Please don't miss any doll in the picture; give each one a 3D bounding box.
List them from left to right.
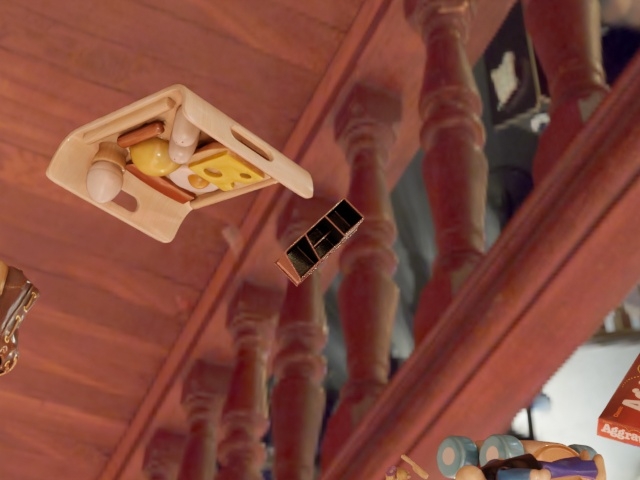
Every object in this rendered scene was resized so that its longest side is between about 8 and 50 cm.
[{"bbox_3d":[0.258,0.289,1.462,0.189,0.046,0.129,-2,177,-14],"label":"doll"}]

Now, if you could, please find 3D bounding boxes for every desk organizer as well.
[{"bbox_3d":[0.000,0.000,1.652,0.047,0.130,0.050,45,155,4],"label":"desk organizer"}]

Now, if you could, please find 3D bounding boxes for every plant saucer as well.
[{"bbox_3d":[0.337,0.325,1.669,0.083,0.015,0.083,5,106,17],"label":"plant saucer"}]

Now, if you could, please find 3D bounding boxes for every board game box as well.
[{"bbox_3d":[0.430,0.162,1.343,0.145,0.281,0.027,11,118,28],"label":"board game box"}]

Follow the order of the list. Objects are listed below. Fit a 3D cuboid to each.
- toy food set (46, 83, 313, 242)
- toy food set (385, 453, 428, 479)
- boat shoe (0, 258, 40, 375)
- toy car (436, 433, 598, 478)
[{"bbox_3d":[-0.186,-0.081,1.526,0.306,0.092,0.220,-14,144,44],"label":"toy food set"},{"bbox_3d":[0.127,0.408,1.884,0.078,0.019,0.122,36,121,28],"label":"toy food set"},{"bbox_3d":[-0.350,0.106,1.250,0.073,0.207,0.073,-29,121,31],"label":"boat shoe"},{"bbox_3d":[0.327,0.452,1.957,0.219,0.237,0.210,13,164,-34],"label":"toy car"}]
